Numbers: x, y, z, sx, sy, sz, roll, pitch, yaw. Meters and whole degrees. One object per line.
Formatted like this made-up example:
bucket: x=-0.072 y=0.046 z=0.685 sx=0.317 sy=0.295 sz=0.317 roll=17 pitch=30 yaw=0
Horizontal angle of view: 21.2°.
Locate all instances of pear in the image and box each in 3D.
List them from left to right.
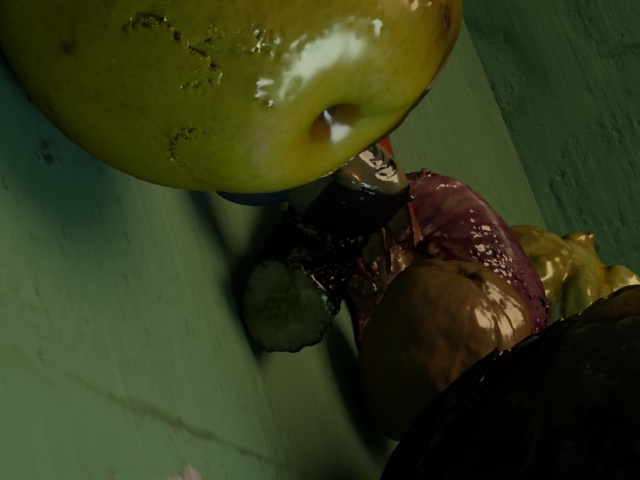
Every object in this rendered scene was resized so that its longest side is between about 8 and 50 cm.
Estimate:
pear: x=-0.068 y=-0.187 z=0.998 sx=0.285 sy=0.285 sz=0.336 roll=13 pitch=58 yaw=-74

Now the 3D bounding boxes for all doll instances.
doll: x=-0.016 y=-0.058 z=1.233 sx=0.102 sy=0.179 sz=0.089 roll=-76 pitch=-175 yaw=-71

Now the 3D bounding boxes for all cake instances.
cake: x=0.015 y=-0.065 z=1.522 sx=0.135 sy=0.098 sz=0.287 roll=56 pitch=11 yaw=-41

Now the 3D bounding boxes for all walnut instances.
walnut: x=0.102 y=0.093 z=1.432 sx=0.149 sy=0.166 sz=0.166 roll=43 pitch=-1 yaw=31

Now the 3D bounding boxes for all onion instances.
onion: x=0.151 y=0.078 z=1.668 sx=0.349 sy=0.159 sz=0.267 roll=46 pitch=27 yaw=-55

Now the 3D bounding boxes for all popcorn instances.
popcorn: x=0.255 y=0.103 z=1.935 sx=0.286 sy=0.215 sz=0.252 roll=60 pitch=36 yaw=-43

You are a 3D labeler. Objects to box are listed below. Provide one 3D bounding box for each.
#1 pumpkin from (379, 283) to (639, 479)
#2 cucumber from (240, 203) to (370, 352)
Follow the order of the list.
pumpkin: x=0.249 y=0.200 z=1.176 sx=0.454 sy=0.454 sz=0.344 roll=-57 pitch=132 yaw=-75
cucumber: x=0.000 y=0.000 z=1.334 sx=0.072 sy=0.081 sz=0.303 roll=22 pitch=22 yaw=2
